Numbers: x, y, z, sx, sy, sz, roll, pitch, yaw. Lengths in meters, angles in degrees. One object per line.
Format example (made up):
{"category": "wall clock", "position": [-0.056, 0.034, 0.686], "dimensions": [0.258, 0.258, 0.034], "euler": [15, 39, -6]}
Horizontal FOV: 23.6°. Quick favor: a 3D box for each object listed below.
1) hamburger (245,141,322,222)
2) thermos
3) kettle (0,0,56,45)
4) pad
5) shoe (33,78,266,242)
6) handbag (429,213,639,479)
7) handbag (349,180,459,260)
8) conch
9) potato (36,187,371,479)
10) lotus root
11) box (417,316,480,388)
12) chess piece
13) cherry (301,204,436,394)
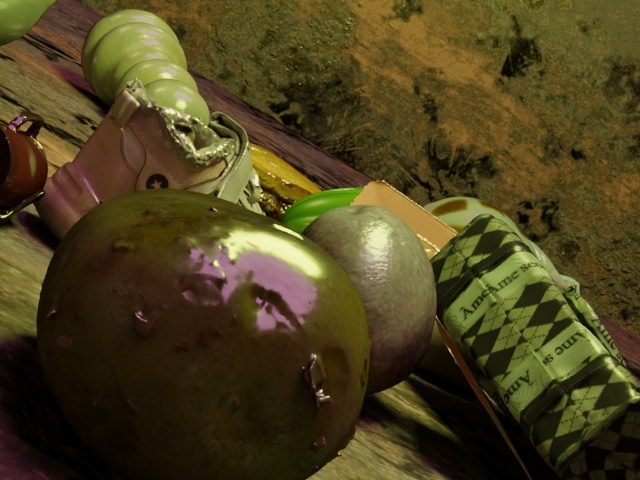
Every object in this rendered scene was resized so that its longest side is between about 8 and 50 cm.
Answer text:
{"category": "hamburger", "position": [-0.083, -0.063, 2.310], "dimensions": [0.191, 0.118, 0.182], "euler": [34, 12, 39]}
{"category": "thermos", "position": [-0.335, -0.081, 1.581], "dimensions": [0.099, 0.124, 0.232], "euler": [35, 2, 3]}
{"category": "kettle", "position": [-0.591, -0.396, 2.207], "dimensions": [0.361, 0.250, 0.376], "euler": [3, 5, 4]}
{"category": "pad", "position": [0.206, 0.211, 1.768], "dimensions": [0.267, 0.004, 0.181], "euler": [57, 4, -9]}
{"category": "shoe", "position": [-0.141, -0.046, 1.744], "dimensions": [0.351, 0.198, 0.172], "euler": [16, 24, -51]}
{"category": "handbag", "position": [0.318, 0.191, 1.920], "dimensions": [0.317, 0.180, 0.416], "euler": [45, 8, -37]}
{"category": "handbag", "position": [0.073, 0.037, 2.045], "dimensions": [0.157, 0.212, 0.059], "euler": [34, -27, 5]}
{"category": "conch", "position": [0.241, 0.047, 2.570], "dimensions": [0.368, 0.197, 0.249], "euler": [30, -29, 20]}
{"category": "potato", "position": [-0.096, 0.069, 1.240], "dimensions": [0.270, 0.219, 0.359], "euler": [22, 9, -16]}
{"category": "lotus root", "position": [0.000, 0.000, 2.180], "dimensions": [0.186, 0.186, 0.186], "euler": [31, 9, -5]}
{"category": "box", "position": [0.164, 0.137, 2.138], "dimensions": [0.200, 0.088, 0.146], "euler": [27, 10, -34]}
{"category": "chess piece", "position": [-0.278, -0.247, 2.548], "dimensions": [0.182, 0.182, 0.330], "euler": [26, 16, -32]}
{"category": "cherry", "position": [0.043, 0.069, 1.759], "dimensions": [0.266, 0.184, 0.213], "euler": [-93, 169, -69]}
